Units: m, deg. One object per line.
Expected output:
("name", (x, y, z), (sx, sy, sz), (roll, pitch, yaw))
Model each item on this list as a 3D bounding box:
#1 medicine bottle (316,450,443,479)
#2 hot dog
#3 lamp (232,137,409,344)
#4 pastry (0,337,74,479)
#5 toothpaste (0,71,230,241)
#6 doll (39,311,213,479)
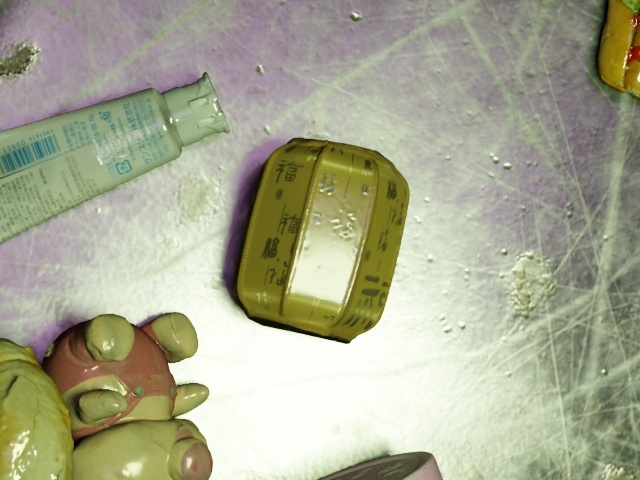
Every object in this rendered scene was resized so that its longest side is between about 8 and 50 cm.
("medicine bottle", (0.070, 0.387, 1.531), (0.212, 0.212, 0.325), (-20, 91, -10))
("hot dog", (0.356, -0.270, 1.682), (0.104, 0.076, 0.250), (18, 86, -7))
("lamp", (0.000, 0.000, 1.571), (0.161, 0.161, 0.185), (16, 82, -8))
("pastry", (-0.332, 0.200, 1.462), (0.257, 0.121, 0.235), (-41, 57, 27))
("toothpaste", (-0.239, -0.083, 1.584), (0.299, 0.073, 0.114), (-21, 91, -2))
("doll", (-0.172, 0.195, 1.522), (0.196, 0.152, 0.255), (-4, 79, -31))
